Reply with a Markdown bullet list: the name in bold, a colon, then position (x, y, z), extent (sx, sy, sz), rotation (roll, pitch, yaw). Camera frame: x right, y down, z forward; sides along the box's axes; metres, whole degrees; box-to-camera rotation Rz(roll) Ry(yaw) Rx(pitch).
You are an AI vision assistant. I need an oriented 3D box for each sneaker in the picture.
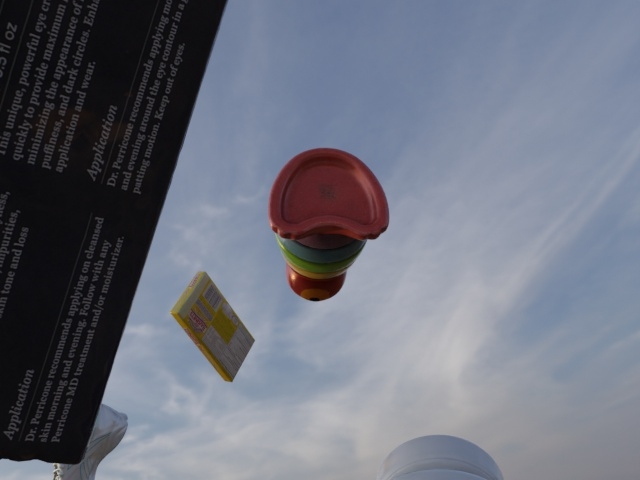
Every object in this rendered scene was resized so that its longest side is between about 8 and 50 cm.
- **sneaker**: position (-0.280, 0.253, 0.806), extent (0.053, 0.152, 0.061), rotation (-13, -46, 43)

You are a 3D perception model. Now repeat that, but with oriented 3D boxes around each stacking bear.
- **stacking bear**: position (0.000, 0.000, 1.163), extent (0.175, 0.164, 0.289), rotation (0, -32, -5)

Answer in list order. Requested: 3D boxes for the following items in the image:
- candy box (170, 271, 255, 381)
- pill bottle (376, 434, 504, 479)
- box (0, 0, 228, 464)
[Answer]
- **candy box**: position (-0.200, 0.166, 1.356), extent (0.027, 0.105, 0.206), rotation (0, -46, 35)
- **pill bottle**: position (0.100, 0.300, 0.570), extent (0.176, 0.176, 0.318), rotation (-19, 15, 14)
- **box**: position (-0.261, -0.070, 0.401), extent (0.312, 0.343, 0.179), rotation (17, 3, -42)
